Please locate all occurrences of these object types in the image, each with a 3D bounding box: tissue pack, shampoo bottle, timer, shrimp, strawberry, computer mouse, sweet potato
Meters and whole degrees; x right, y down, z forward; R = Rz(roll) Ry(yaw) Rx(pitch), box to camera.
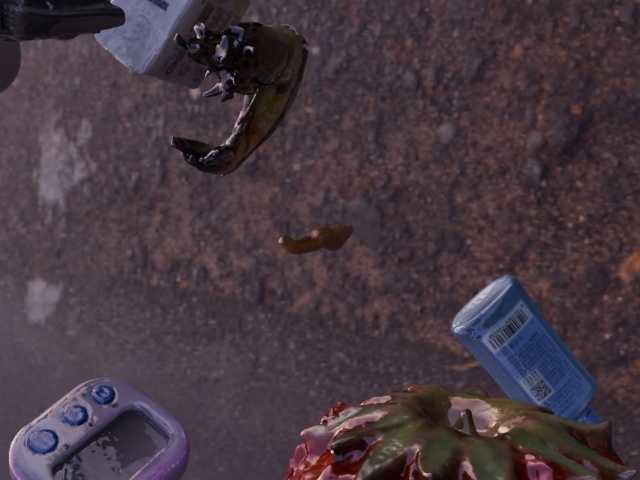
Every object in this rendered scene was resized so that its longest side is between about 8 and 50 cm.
[{"bbox_3d":[-0.213,-0.312,1.414,0.145,0.229,0.159,35,99,7],"label":"tissue pack"},{"bbox_3d":[0.275,0.168,1.313,0.104,0.258,0.061,-42,17,-7],"label":"shampoo bottle"},{"bbox_3d":[-0.286,0.282,1.371,0.191,0.208,0.069,34,136,20],"label":"timer"},{"bbox_3d":[-0.092,-0.147,1.098,0.075,0.289,0.178,24,104,8],"label":"shrimp"},{"bbox_3d":[0.061,0.205,0.548,0.205,0.205,0.244,17,103,52],"label":"strawberry"},{"bbox_3d":[-0.248,-0.191,0.845,0.106,0.192,0.062,3,82,47],"label":"computer mouse"},{"bbox_3d":[0.003,-0.003,1.503,0.044,0.179,0.044,6,101,31],"label":"sweet potato"}]

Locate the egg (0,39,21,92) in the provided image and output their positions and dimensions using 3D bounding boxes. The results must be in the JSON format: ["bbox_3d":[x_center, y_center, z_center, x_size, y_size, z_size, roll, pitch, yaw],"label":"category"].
[{"bbox_3d":[-0.514,-0.278,1.438,0.176,0.232,0.176,-13,69,36],"label":"egg"}]
